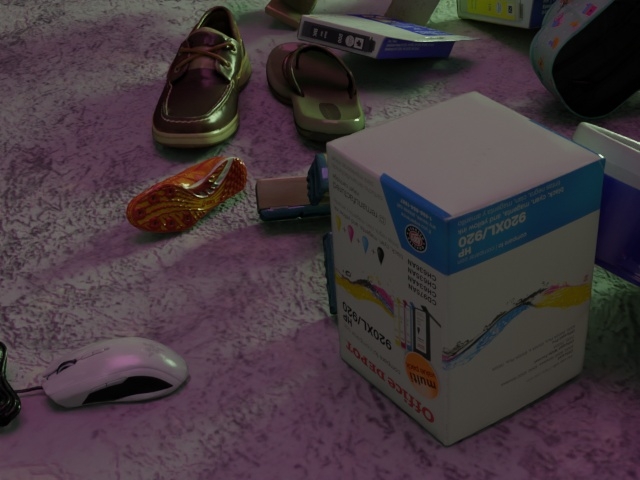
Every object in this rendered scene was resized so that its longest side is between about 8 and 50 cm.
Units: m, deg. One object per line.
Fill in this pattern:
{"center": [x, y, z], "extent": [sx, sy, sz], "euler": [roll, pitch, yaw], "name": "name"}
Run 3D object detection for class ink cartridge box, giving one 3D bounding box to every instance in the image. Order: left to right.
{"center": [0.108, -0.308, 1.613], "extent": [0.208, 0.045, 0.206], "euler": [20, 21, 34], "name": "ink cartridge box"}
{"center": [0.122, 0.021, 0.929], "extent": [0.168, 0.232, 0.171], "euler": [-22, 36, -26], "name": "ink cartridge box"}
{"center": [0.430, -0.401, 1.732], "extent": [0.304, 0.072, 0.307], "euler": [-12, 23, -19], "name": "ink cartridge box"}

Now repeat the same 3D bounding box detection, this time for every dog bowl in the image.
{"center": [0.343, -0.011, 0.986], "extent": [0.265, 0.104, 0.265], "euler": [22, 14, -6], "name": "dog bowl"}

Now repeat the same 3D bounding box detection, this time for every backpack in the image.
{"center": [0.381, -0.268, 1.443], "extent": [0.188, 0.166, 0.144], "euler": [-45, 37, 5], "name": "backpack"}

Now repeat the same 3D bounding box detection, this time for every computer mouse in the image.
{"center": [-0.220, 0.118, 0.974], "extent": [0.193, 0.042, 0.106], "euler": [-8, 30, -9], "name": "computer mouse"}

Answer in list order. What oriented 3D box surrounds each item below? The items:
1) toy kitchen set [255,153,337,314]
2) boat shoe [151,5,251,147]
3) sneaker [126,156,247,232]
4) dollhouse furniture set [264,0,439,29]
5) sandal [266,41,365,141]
{"center": [0.000, 0.000, 1.142], "extent": [0.122, 0.166, 0.207], "euler": [-5, -6, -6], "name": "toy kitchen set"}
{"center": [-0.166, -0.241, 1.493], "extent": [0.123, 0.123, 0.342], "euler": [2, 31, 8], "name": "boat shoe"}
{"center": [-0.163, -0.051, 1.254], "extent": [0.067, 0.064, 0.175], "euler": [-1, 19, 44], "name": "sneaker"}
{"center": [0.057, -0.551, 1.796], "extent": [0.394, 0.362, 0.256], "euler": [29, 36, -2], "name": "dollhouse furniture set"}
{"center": [0.000, -0.229, 1.496], "extent": [0.120, 0.086, 0.303], "euler": [-9, 30, -11], "name": "sandal"}
